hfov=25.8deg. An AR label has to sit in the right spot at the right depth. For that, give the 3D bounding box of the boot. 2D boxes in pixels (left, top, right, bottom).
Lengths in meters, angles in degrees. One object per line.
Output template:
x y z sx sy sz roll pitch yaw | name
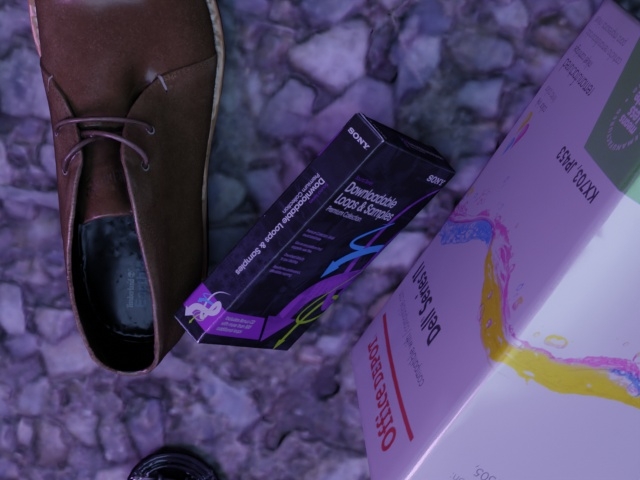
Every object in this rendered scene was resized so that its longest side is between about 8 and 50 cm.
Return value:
-0.112 -0.068 0.803 0.112 0.115 0.305 -3 109 2 | boot

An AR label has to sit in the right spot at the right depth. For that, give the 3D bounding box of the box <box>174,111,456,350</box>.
0.000 0.000 0.833 0.162 0.116 0.029 -49 66 14 | box

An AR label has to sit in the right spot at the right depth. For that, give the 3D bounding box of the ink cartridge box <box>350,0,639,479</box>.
0.125 0.054 0.803 0.119 0.207 0.353 31 106 -13 | ink cartridge box

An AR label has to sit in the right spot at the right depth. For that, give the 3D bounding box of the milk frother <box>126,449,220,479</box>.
-0.098 0.229 0.899 0.129 0.135 0.143 -14 116 -29 | milk frother
